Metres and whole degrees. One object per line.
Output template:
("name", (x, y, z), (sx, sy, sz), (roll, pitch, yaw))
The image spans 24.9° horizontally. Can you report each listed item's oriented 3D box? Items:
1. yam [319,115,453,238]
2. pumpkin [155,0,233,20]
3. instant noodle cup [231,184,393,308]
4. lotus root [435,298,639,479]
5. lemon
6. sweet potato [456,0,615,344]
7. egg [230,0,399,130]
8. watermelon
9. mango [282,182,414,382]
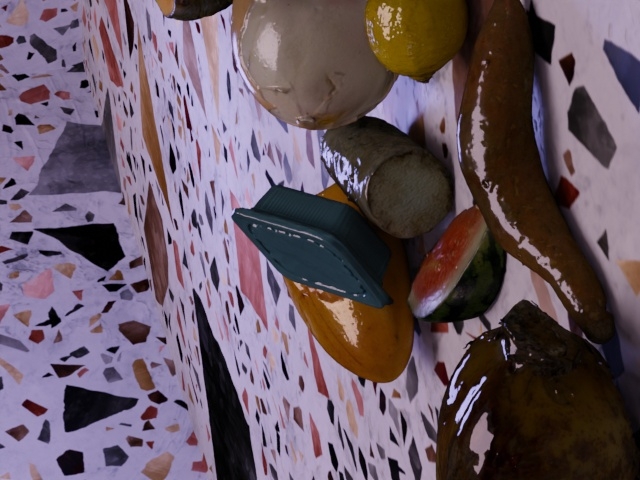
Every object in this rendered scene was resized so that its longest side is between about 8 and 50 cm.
("yam", (0.071, -0.082, 1.685), (0.194, 0.107, 0.107), (-132, 35, -64))
("pumpkin", (-0.200, -0.488, 2.340), (0.280, 0.139, 0.190), (109, 147, -57))
("instant noodle cup", (0.000, 0.000, 1.694), (0.179, 0.070, 0.157), (18, 159, 40))
("lotus root", (0.190, 0.235, 1.319), (0.196, 0.179, 0.398), (-128, 31, -55))
("lemon", (0.099, -0.226, 1.491), (0.109, 0.109, 0.133), (-133, 27, -63))
("sweet potato", (0.185, -0.061, 1.349), (0.108, 0.079, 0.346), (-34, 70, 60))
("egg", (-0.007, -0.251, 1.687), (0.201, 0.201, 0.244), (96, 168, -45))
("watermelon", (0.147, 0.030, 1.594), (0.245, 0.063, 0.119), (132, 139, -71))
("mango", (0.043, 0.062, 1.819), (0.187, 0.138, 0.257), (-30, 69, 45))
